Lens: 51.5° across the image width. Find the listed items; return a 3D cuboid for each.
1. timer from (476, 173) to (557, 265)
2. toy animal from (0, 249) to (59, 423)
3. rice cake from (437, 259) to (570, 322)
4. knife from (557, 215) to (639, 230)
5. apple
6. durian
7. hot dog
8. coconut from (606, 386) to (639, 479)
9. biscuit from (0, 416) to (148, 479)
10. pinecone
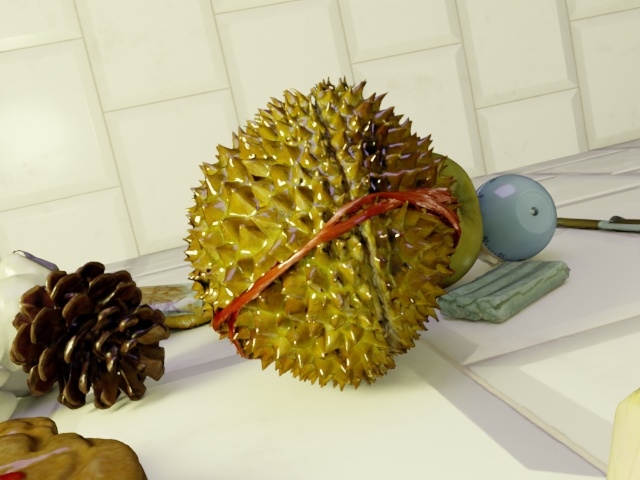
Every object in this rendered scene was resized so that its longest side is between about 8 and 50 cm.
[{"bbox_3d":[0.317,-0.016,1.225,0.175,0.175,0.255,-19,-17,-40],"label":"timer"},{"bbox_3d":[-0.481,0.182,0.930,0.258,0.193,0.357,13,30,10],"label":"toy animal"},{"bbox_3d":[0.274,0.068,0.978,0.211,0.038,0.124,-18,10,-37],"label":"rice cake"},{"bbox_3d":[0.579,-0.036,1.284,0.061,0.027,0.343,-10,7,-18],"label":"knife"},{"bbox_3d":[0.164,-0.032,1.110,0.194,0.260,0.261,-19,3,31],"label":"apple"},{"bbox_3d":[0.004,-0.003,0.805,0.348,0.347,0.384,-12,42,4],"label":"durian"},{"bbox_3d":[-0.306,0.134,1.258,0.271,0.081,0.162,-5,16,-6],"label":"hot dog"},{"bbox_3d":[0.187,0.137,0.264,0.147,0.152,0.147,12,-13,3],"label":"coconut"},{"bbox_3d":[-0.313,0.228,0.497,0.394,0.070,0.350,-12,16,9],"label":"biscuit"},{"bbox_3d":[-0.294,0.131,0.882,0.208,0.207,0.208,-12,8,2],"label":"pinecone"}]
